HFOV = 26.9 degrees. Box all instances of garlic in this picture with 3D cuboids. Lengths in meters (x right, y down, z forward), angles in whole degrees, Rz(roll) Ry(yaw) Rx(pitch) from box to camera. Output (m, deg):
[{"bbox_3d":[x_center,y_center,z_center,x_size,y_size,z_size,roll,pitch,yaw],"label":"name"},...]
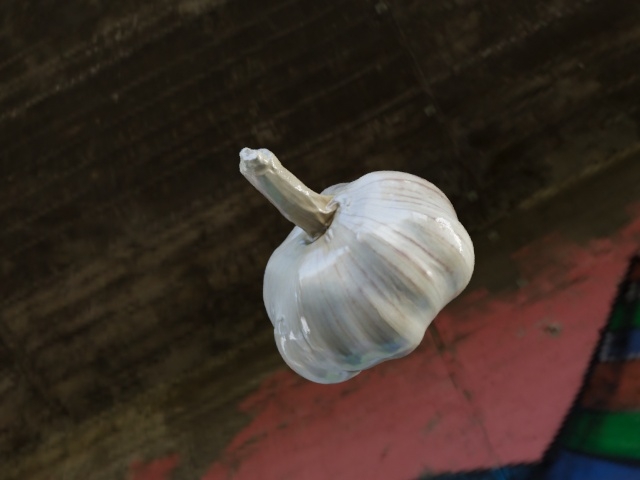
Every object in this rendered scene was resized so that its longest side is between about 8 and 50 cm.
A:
[{"bbox_3d":[0.000,0.000,1.120,0.199,0.199,0.226,-43,-61,11],"label":"garlic"}]
